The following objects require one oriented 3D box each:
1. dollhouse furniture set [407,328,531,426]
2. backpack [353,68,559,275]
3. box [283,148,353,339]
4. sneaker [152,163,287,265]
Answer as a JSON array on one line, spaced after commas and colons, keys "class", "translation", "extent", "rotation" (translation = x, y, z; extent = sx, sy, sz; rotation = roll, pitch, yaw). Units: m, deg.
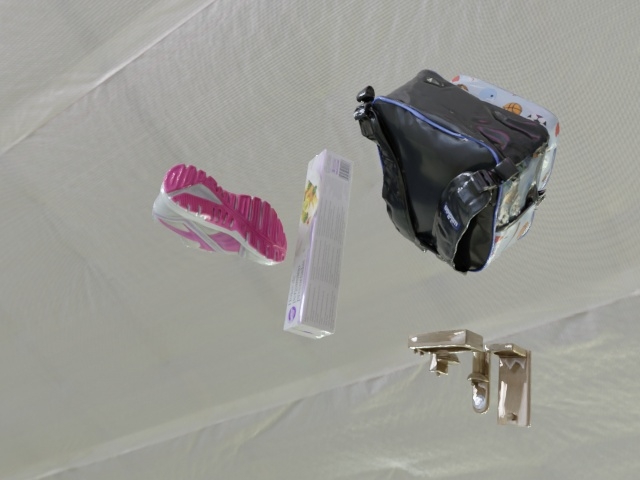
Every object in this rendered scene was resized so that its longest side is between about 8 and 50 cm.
[{"class": "dollhouse furniture set", "translation": [0.242, 0.228, 0.923], "extent": [0.151, 0.123, 0.144], "rotation": [26, -28, -37]}, {"class": "backpack", "translation": [0.201, -0.094, 0.820], "extent": [0.276, 0.213, 0.263], "rotation": [45, -28, 38]}, {"class": "box", "translation": [0.000, 0.000, 0.948], "extent": [0.067, 0.324, 0.063], "rotation": [19, -27, -26]}, {"class": "sneaker", "translation": [-0.168, -0.028, 0.940], "extent": [0.252, 0.103, 0.111], "rotation": [33, -41, -28]}]
